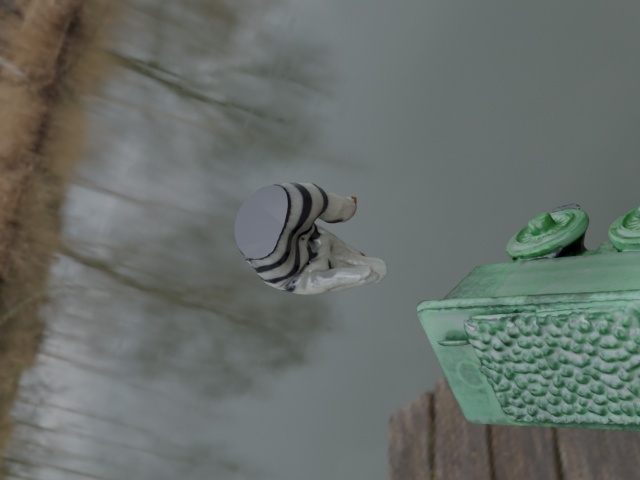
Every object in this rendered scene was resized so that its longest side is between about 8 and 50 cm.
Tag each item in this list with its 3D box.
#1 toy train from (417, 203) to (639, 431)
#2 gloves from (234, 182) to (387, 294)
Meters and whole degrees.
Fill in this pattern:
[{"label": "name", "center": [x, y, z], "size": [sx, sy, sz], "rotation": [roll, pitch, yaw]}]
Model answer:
[{"label": "toy train", "center": [0.243, 0.059, 0.950], "size": [0.266, 0.145, 0.202], "rotation": [-7, 26, 46]}, {"label": "gloves", "center": [-0.012, 0.009, 1.396], "size": [0.131, 0.219, 0.140], "rotation": [-24, 60, 19]}]
